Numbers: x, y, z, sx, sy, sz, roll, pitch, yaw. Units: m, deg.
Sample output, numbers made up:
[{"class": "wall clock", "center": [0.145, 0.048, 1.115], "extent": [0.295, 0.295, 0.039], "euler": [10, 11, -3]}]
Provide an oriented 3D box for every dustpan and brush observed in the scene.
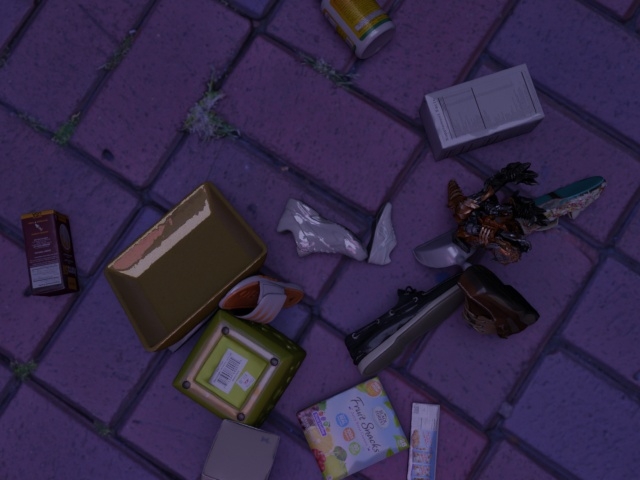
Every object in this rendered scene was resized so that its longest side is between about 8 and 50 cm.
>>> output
[{"class": "dustpan and brush", "center": [0.301, 0.031, 1.729], "extent": [0.147, 0.211, 0.060], "euler": [-26, 100, -1]}]

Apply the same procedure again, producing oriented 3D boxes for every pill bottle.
[{"class": "pill bottle", "center": [0.074, -0.548, 1.845], "extent": [0.117, 0.117, 0.208], "euler": [-38, 83, -3]}]

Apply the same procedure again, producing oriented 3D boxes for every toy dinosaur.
[{"class": "toy dinosaur", "center": [0.367, -0.068, 1.690], "extent": [0.218, 0.164, 0.322], "euler": [-30, 55, -5]}]

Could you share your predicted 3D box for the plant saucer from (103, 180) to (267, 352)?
[{"class": "plant saucer", "center": [-0.295, 0.064, 1.738], "extent": [0.332, 0.081, 0.333], "euler": [-41, 45, -3]}]

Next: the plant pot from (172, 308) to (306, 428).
[{"class": "plant pot", "center": [-0.184, 0.283, 1.706], "extent": [0.227, 0.207, 0.228], "euler": [32, 86, 5]}]

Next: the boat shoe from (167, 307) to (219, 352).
[{"class": "boat shoe", "center": [-0.274, 0.139, 1.788], "extent": [0.267, 0.096, 0.088], "euler": [-45, 88, 5]}]

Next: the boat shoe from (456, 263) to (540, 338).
[{"class": "boat shoe", "center": [0.370, 0.151, 1.662], "extent": [0.120, 0.324, 0.123], "euler": [-44, 53, 13]}]

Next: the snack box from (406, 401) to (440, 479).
[{"class": "snack box", "center": [0.234, 0.461, 1.761], "extent": [0.064, 0.022, 0.178], "euler": [5, 83, 2]}]

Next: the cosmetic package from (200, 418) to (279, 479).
[{"class": "cosmetic package", "center": [-0.184, 0.536, 1.623], "extent": [0.129, 0.153, 0.296], "euler": [17, 127, 3]}]

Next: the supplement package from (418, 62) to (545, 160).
[{"class": "supplement package", "center": [0.368, -0.294, 1.794], "extent": [0.243, 0.134, 0.139], "euler": [-17, 83, 0]}]

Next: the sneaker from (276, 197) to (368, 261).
[{"class": "sneaker", "center": [0.000, 0.000, 1.804], "extent": [0.232, 0.090, 0.115], "euler": [31, 92, 14]}]

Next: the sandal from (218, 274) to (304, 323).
[{"class": "sandal", "center": [-0.106, 0.137, 1.695], "extent": [0.102, 0.265, 0.076], "euler": [-46, 62, 23]}]

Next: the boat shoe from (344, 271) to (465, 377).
[{"class": "boat shoe", "center": [0.198, 0.163, 1.754], "extent": [0.340, 0.127, 0.113], "euler": [-40, 60, -1]}]

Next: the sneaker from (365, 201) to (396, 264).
[{"class": "sneaker", "center": [0.149, -0.015, 1.814], "extent": [0.061, 0.053, 0.152], "euler": [14, 86, -12]}]

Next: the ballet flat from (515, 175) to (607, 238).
[{"class": "ballet flat", "center": [0.552, -0.076, 1.798], "extent": [0.240, 0.091, 0.077], "euler": [-21, 113, 3]}]

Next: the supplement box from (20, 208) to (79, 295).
[{"class": "supplement box", "center": [-0.630, 0.032, 1.804], "extent": [0.080, 0.104, 0.188], "euler": [-11, 83, 0]}]

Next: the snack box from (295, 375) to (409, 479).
[{"class": "snack box", "center": [0.072, 0.426, 1.748], "extent": [0.207, 0.070, 0.175], "euler": [-25, 82, -3]}]
